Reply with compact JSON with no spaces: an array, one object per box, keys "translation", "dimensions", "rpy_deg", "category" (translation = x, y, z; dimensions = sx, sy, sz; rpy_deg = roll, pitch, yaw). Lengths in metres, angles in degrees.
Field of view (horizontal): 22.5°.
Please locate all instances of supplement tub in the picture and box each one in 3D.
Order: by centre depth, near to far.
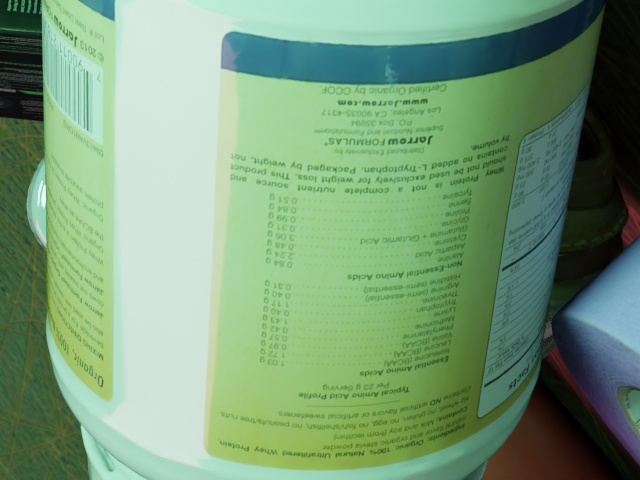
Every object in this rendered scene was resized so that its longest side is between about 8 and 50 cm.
[{"translation":[-0.006,-0.024,0.701],"dimensions":[0.228,0.228,0.316],"rpy_deg":[44,139,44],"category":"supplement tub"}]

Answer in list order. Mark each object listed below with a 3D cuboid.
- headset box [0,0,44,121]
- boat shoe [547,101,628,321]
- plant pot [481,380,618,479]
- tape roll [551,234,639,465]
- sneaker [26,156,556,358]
[{"translation":[-0.174,-0.219,1.065],"dimensions":[0.283,0.131,0.246],"rpy_deg":[127,148,-82],"category":"headset box"},{"translation":[0.054,-0.094,0.884],"dimensions":[0.324,0.123,0.116],"rpy_deg":[42,145,32],"category":"boat shoe"},{"translation":[0.104,0.207,1.355],"dimensions":[0.243,0.275,0.275],"rpy_deg":[61,173,12],"category":"plant pot"},{"translation":[0.227,0.104,0.702],"dimensions":[0.275,0.090,0.275],"rpy_deg":[47,174,6],"category":"tape roll"},{"translation":[0.000,0.000,1.006],"dimensions":[0.366,0.137,0.210],"rpy_deg":[15,174,-10],"category":"sneaker"}]
